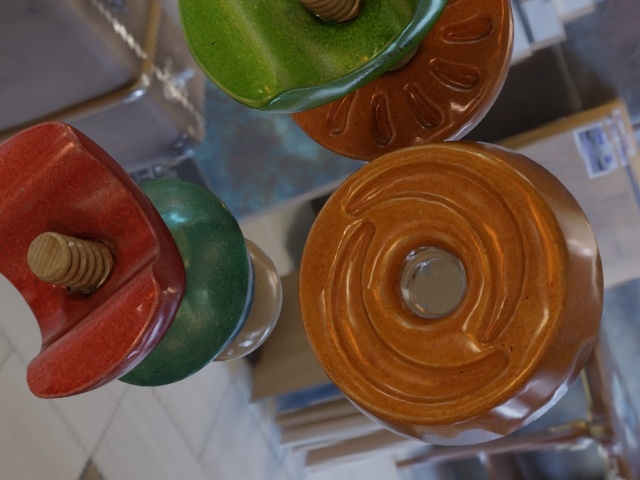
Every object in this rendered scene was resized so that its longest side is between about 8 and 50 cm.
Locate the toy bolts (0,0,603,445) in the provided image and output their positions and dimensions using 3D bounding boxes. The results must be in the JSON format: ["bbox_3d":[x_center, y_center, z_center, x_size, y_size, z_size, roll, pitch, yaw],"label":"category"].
[{"bbox_3d":[0.000,0.000,0.469,0.218,0.228,0.158,63,17,19],"label":"toy bolts"}]
